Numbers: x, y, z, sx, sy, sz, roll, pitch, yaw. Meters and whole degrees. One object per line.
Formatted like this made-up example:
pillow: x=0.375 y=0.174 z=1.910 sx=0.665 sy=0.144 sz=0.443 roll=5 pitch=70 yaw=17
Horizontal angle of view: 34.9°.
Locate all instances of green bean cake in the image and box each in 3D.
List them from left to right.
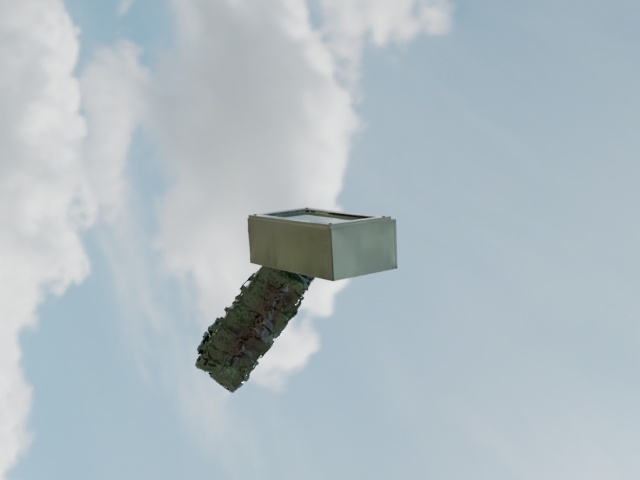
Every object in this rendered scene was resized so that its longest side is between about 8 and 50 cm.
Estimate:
green bean cake: x=-0.108 y=0.129 z=1.714 sx=0.107 sy=0.193 sz=0.208 roll=39 pitch=-67 yaw=-1

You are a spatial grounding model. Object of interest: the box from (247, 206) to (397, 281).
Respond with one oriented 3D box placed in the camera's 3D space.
box: x=0.000 y=0.000 z=1.615 sx=0.225 sy=0.129 sz=0.086 roll=8 pitch=-76 yaw=52
